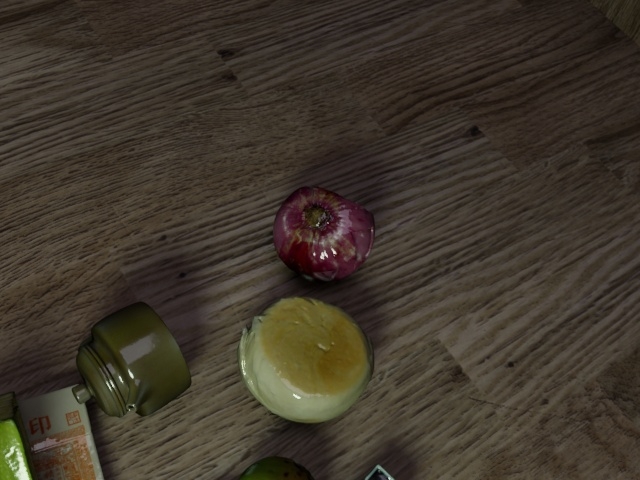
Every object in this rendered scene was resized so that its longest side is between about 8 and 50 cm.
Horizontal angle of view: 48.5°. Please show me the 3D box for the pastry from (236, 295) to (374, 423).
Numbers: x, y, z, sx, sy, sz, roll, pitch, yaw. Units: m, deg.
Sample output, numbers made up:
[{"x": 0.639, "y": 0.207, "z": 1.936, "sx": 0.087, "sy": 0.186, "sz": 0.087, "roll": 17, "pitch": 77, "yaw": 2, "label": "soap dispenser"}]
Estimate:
[{"x": -0.026, "y": 0.220, "z": 1.335, "sx": 0.264, "sy": 0.133, "sz": 0.265, "roll": 7, "pitch": 54, "yaw": -10, "label": "pastry"}]

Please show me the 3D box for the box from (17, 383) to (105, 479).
[{"x": -0.444, "y": 0.429, "z": 1.140, "sx": 0.204, "sy": 0.051, "sz": 0.365, "roll": -14, "pitch": 61, "yaw": -22, "label": "box"}]

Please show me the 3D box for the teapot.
[{"x": -0.350, "y": 0.218, "z": 1.234, "sx": 0.175, "sy": 0.186, "sz": 0.267, "roll": -28, "pitch": 29, "yaw": -28, "label": "teapot"}]

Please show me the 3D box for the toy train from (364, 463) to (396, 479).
[{"x": -0.009, "y": 0.544, "z": 1.147, "sx": 0.086, "sy": 0.088, "sz": 0.407, "roll": 41, "pitch": 57, "yaw": 16, "label": "toy train"}]

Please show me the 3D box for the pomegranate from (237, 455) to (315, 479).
[{"x": -0.094, "y": 0.439, "z": 1.173, "sx": 0.204, "sy": 0.159, "sz": 0.159, "roll": -5, "pitch": 54, "yaw": 12, "label": "pomegranate"}]

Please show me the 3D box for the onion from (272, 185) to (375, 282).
[{"x": -0.001, "y": -0.005, "z": 1.475, "sx": 0.207, "sy": 0.200, "sz": 0.201, "roll": 32, "pitch": 54, "yaw": -7, "label": "onion"}]

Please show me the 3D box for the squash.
[{"x": -0.485, "y": 0.400, "z": 1.100, "sx": 0.111, "sy": 0.203, "sz": 0.289, "roll": -17, "pitch": 98, "yaw": -23, "label": "squash"}]
